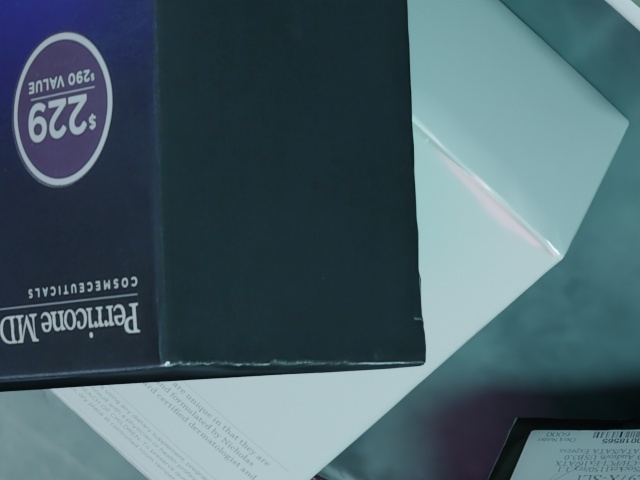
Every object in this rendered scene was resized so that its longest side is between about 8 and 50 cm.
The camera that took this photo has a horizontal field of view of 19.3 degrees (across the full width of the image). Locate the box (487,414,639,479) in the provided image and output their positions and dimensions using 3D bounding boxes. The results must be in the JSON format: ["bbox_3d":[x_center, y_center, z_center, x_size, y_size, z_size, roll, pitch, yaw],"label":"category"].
[{"bbox_3d":[0.215,0.206,0.668,0.257,0.079,0.322,-4,121,23],"label":"box"}]

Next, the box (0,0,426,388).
[{"bbox_3d":[-0.098,-0.044,0.574,0.261,0.103,0.184,-8,84,45],"label":"box"}]

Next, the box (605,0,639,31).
[{"bbox_3d":[0.194,-0.077,0.487,0.290,0.087,0.169,37,126,-20],"label":"box"}]

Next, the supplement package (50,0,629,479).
[{"bbox_3d":[0.000,0.000,0.644,0.105,0.105,0.179,43,125,-4],"label":"supplement package"}]
